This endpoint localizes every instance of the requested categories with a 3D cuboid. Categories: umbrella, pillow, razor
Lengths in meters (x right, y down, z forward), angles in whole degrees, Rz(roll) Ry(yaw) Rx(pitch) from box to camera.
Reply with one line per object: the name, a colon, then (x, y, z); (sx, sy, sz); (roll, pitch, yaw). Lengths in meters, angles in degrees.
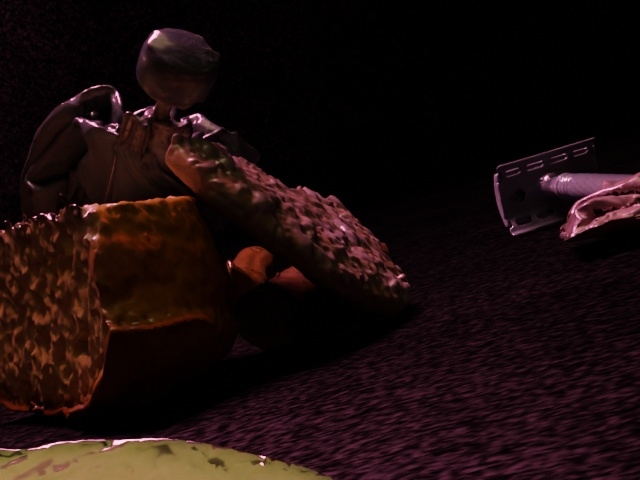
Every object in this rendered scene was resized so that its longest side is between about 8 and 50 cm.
umbrella: (-0.137, -0.023, 1.137); (0.143, 0.094, 0.349); (2, -38, -21)
pillow: (0.290, -0.042, 1.159); (0.248, 0.049, 0.135); (-12, -1, 9)
razor: (0.246, -0.041, 1.386); (0.106, 0.068, 0.232); (-17, 10, -19)

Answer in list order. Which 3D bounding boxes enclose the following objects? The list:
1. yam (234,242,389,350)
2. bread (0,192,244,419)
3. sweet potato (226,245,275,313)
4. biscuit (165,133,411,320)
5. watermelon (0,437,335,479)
yam: (-0.001, 0.033, 1.172); (0.057, 0.056, 0.241); (-14, 3, 20)
bread: (-0.125, 0.038, 1.016); (0.134, 0.129, 0.260); (-7, -1, -30)
sweet potato: (-0.064, 0.040, 1.369); (0.053, 0.054, 0.182); (-49, 0, 9)
biscuit: (0.001, 0.001, 1.066); (0.032, 0.133, 0.250); (-51, -27, 8)
watermelon: (-0.084, 0.100, 0.356); (0.245, 0.063, 0.119); (-12, 23, -6)
